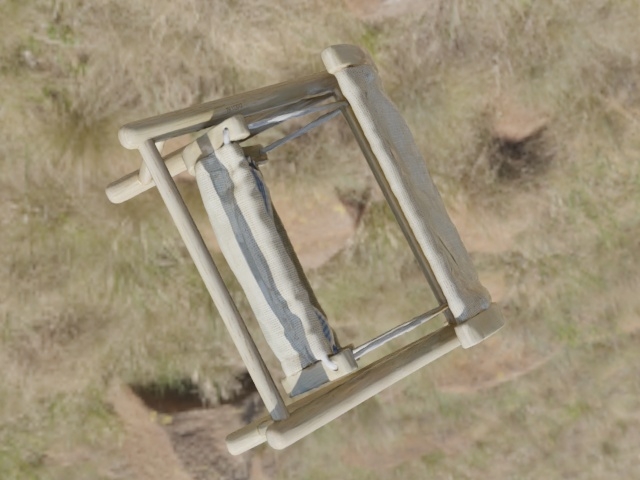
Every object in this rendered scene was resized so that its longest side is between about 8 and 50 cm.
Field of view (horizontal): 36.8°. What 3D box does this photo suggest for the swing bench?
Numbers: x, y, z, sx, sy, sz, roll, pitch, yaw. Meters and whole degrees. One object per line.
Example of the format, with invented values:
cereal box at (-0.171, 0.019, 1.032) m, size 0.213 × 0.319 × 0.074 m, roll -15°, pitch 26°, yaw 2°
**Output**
swing bench at (0.000, 0.000, 0.771) m, size 0.254 × 0.253 × 0.165 m, roll -25°, pitch 175°, yaw -21°
